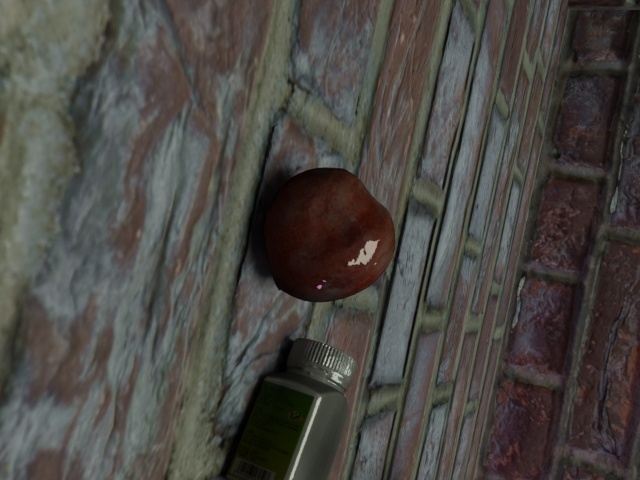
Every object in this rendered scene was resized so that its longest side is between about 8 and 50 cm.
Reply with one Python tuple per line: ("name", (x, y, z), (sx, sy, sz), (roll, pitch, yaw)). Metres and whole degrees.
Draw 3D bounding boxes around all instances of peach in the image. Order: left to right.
("peach", (0.000, 0.000, 0.680), (0.152, 0.152, 0.152), (-33, 129, -55))

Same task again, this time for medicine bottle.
("medicine bottle", (-0.025, 0.225, 0.744), (0.188, 0.088, 0.132), (-68, 152, -21))
